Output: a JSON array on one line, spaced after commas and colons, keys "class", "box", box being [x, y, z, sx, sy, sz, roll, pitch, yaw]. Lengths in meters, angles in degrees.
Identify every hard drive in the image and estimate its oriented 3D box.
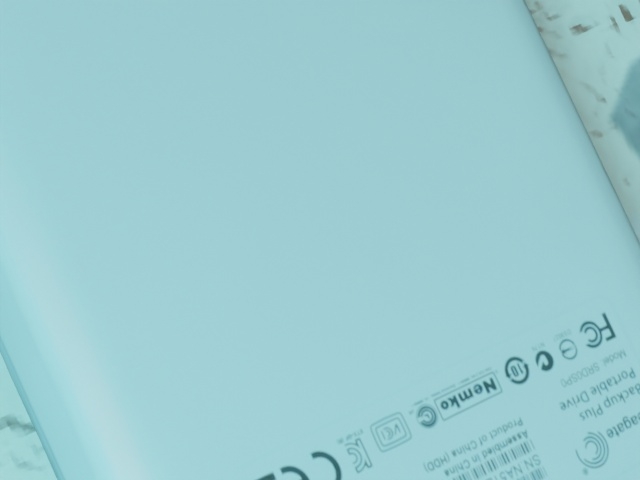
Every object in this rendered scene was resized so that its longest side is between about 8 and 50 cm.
[{"class": "hard drive", "box": [0.000, 0.000, 0.596, 0.233, 0.047, 0.353, -22, 85, -33]}]
